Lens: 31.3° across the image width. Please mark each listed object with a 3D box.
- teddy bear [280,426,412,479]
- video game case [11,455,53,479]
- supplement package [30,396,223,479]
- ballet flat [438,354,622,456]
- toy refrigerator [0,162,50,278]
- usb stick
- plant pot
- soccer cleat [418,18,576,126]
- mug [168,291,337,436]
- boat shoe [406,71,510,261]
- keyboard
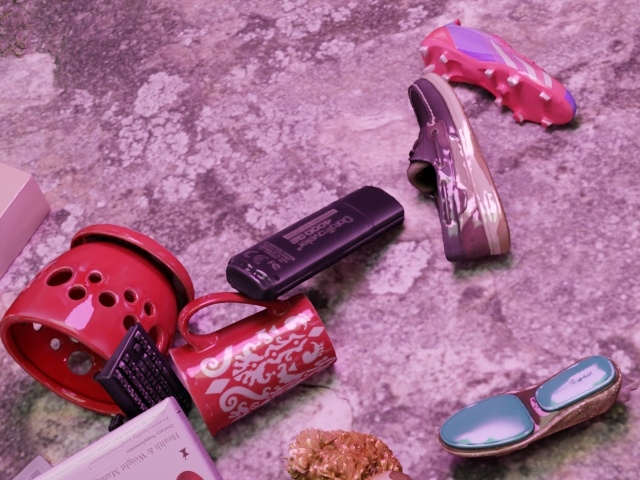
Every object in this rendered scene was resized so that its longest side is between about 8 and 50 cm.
[{"bbox_3d":[0.032,0.343,1.069,0.245,0.113,0.338,33,60,-15],"label":"teddy bear"},{"bbox_3d":[-0.324,0.372,1.274,0.212,0.023,0.193,35,70,32],"label":"video game case"},{"bbox_3d":[-0.183,0.294,1.155,0.194,0.149,0.203,-31,87,-8],"label":"supplement package"},{"bbox_3d":[0.227,0.190,1.217,0.206,0.067,0.073,-22,47,4],"label":"ballet flat"},{"bbox_3d":[-0.487,0.023,1.537,0.102,0.094,0.269,19,63,20],"label":"toy refrigerator"},{"bbox_3d":[0.000,0.000,1.362,0.077,0.045,0.278,32,38,25],"label":"usb stick"},{"bbox_3d":[-0.259,0.086,1.360,0.191,0.191,0.174,10,54,23],"label":"plant pot"},{"bbox_3d":[0.243,-0.230,1.516,0.248,0.083,0.095,29,62,34],"label":"soccer cleat"},{"bbox_3d":[-0.078,0.128,1.307,0.169,0.150,0.113,-26,54,-9],"label":"mug"},{"bbox_3d":[0.152,-0.094,1.428,0.092,0.103,0.285,-17,58,-2],"label":"boat shoe"},{"bbox_3d":[-0.197,0.179,1.277,0.023,0.180,0.108,17,61,28],"label":"keyboard"}]
